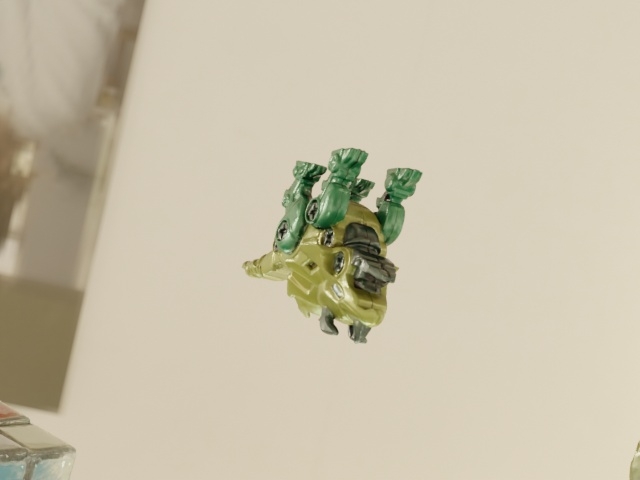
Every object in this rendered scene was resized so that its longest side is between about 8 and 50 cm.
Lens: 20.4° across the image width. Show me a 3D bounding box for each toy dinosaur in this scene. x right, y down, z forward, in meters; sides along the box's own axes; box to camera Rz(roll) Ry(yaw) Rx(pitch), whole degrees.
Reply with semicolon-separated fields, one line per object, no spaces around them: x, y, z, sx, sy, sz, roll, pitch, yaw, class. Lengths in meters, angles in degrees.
0.000;0.000;1.526;0.094;0.153;0.259;19;176;-28;toy dinosaur

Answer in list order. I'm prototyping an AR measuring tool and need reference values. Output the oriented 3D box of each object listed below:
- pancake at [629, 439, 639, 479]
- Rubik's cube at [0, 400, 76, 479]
0.319;0.173;1.342;0.253;0.254;0.037;8;-178;-44;pancake
-0.418;0.263;1.626;0.253;0.256;0.259;23;-166;35;Rubik's cube
